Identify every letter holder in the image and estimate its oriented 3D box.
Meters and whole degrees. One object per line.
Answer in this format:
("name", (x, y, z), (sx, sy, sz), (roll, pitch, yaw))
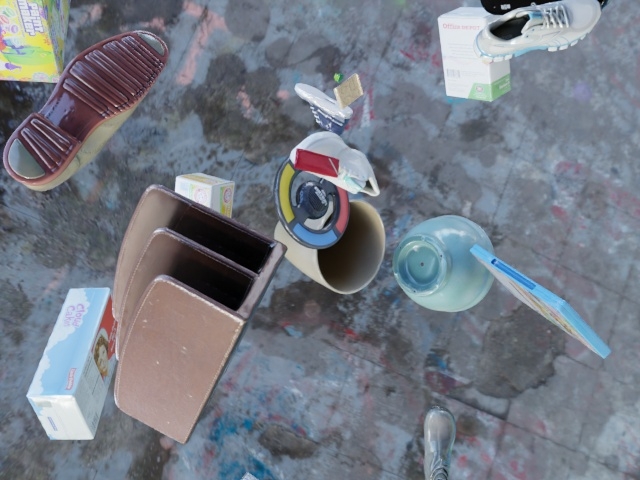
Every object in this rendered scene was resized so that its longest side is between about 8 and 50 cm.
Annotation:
("letter holder", (-0.210, 0.102, 0.867), (0.214, 0.302, 0.152), (28, 40, -2))

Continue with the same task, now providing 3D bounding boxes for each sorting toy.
("sorting toy", (0.055, -0.321, 1.322), (0.062, 0.012, 0.083), (-37, 139, -11))

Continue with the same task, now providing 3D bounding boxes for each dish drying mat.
("dish drying mat", (-0.004, -0.119, 0.982), (0.083, 0.008, 0.032), (10, 87, -38))

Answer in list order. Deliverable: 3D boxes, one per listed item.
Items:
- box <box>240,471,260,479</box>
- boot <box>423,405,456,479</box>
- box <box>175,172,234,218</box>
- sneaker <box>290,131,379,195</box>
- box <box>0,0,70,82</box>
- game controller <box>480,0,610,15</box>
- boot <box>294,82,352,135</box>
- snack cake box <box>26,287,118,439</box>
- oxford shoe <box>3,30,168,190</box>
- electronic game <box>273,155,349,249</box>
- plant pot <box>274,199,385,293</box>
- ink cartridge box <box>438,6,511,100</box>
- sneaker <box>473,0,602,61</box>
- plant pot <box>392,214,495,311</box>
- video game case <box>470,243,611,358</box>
("box", (-0.154, 0.744, 1.733), (0.191, 0.184, 0.045), (30, 35, 12))
("boot", (0.300, 0.556, 1.587), (0.083, 0.161, 0.246), (1, 110, 7))
("box", (-0.300, -0.060, 1.614), (0.114, 0.103, 0.203), (14, 107, 23))
("sneaker", (0.039, -0.124, 1.112), (0.212, 0.080, 0.094), (8, 43, -52))
("box", (-0.617, -0.521, 1.268), (0.177, 0.290, 0.279), (0, 62, -13))
("game controller", (0.370, -0.466, 1.067), (0.067, 0.319, 0.166), (-6, 111, -22))
("boot", (-0.003, -0.388, 1.888), (0.190, 0.086, 0.069), (31, 35, 6))
("snack cake box", (-0.478, 0.240, 1.265), (0.089, 0.152, 0.264), (-1, 42, 1))
("oxford shoe", (-0.404, -0.229, 1.115), (0.123, 0.130, 0.348), (43, 75, -2))
("electronic game", (-0.017, -0.093, 1.456), (0.229, 0.048, 0.229), (11, 73, -42))
("plant pot", (0.000, 0.000, 1.803), (0.256, 0.274, 0.256), (-8, 102, -39))
("ink cartridge box", (0.396, -0.479, 1.626), (0.093, 0.154, 0.212), (-32, 124, -26))
("sneaker", (0.328, -0.321, 0.948), (0.191, 0.083, 0.071), (-17, 84, 7))
("plant pot", (0.331, 0.069, 1.847), (0.196, 0.293, 0.293), (0, 83, -51))
("video game case", (0.264, 0.070, 0.773), (0.015, 0.166, 0.119), (-49, 122, 2))
